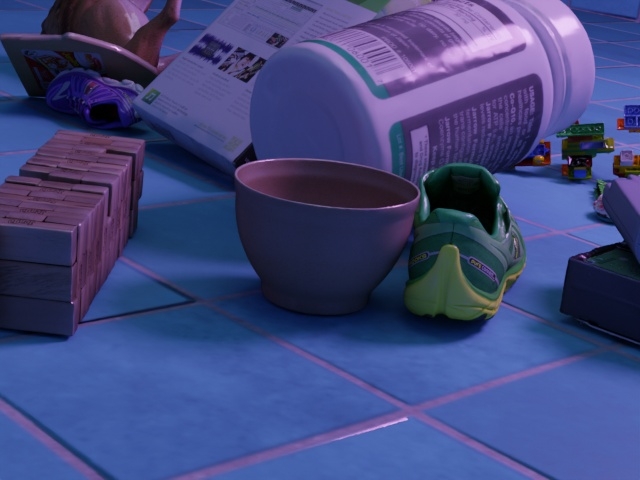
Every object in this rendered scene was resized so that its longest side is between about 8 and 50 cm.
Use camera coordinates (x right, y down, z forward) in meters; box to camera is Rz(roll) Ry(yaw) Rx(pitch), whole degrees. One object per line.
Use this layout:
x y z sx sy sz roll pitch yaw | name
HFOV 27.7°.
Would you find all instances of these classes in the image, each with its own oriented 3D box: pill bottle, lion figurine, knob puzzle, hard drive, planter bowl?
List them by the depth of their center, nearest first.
0.000 0.000 1.134 0.162 0.109 0.162 6 16 -2 | planter bowl
0.411 0.049 1.206 0.236 0.064 0.339 20 21 37 | hard drive
0.120 -0.152 1.404 0.361 0.204 0.204 -22 31 -36 | pill bottle
-0.316 -0.239 1.747 0.213 0.030 0.213 4 -20 1 | knob puzzle
-0.285 -0.296 1.903 0.142 0.240 0.392 33 11 -39 | lion figurine

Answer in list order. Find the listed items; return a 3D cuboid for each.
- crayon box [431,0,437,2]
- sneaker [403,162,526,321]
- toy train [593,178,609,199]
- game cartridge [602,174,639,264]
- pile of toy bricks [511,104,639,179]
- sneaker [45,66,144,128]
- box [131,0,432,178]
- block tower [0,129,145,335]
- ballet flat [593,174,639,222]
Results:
0.186 -0.293 1.719 0.106 0.363 0.313 10 18 9 | crayon box
0.144 -0.015 1.210 0.109 0.124 0.295 9 16 7 | sneaker
0.355 -0.059 1.614 0.023 0.017 0.083 18 18 2 | toy train
0.417 -0.001 1.176 0.294 0.060 0.196 7 14 0 | game cartridge
0.344 -0.129 1.727 0.212 0.118 0.105 0 -16 10 | pile of toy bricks
-0.302 -0.182 1.699 0.169 0.068 0.071 10 36 33 | sneaker
-0.050 -0.226 1.574 0.232 0.322 0.058 32 -15 45 | box
-0.225 -0.014 1.130 0.097 0.091 0.335 6 18 2 | block tower
0.441 -0.058 1.542 0.240 0.077 0.091 2 18 -13 | ballet flat
